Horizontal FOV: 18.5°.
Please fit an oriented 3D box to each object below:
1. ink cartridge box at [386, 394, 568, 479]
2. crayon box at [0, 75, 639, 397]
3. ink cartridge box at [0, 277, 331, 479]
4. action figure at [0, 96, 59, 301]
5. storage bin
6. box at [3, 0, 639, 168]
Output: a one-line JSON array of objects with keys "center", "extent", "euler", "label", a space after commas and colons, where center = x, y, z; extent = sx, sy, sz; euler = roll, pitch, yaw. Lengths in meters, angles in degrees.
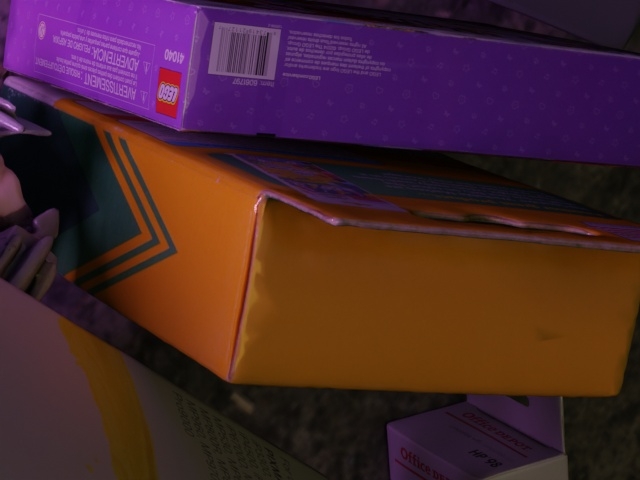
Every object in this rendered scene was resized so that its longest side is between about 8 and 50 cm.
[{"center": [0.090, 0.161, 1.124], "extent": [0.060, 0.104, 0.180], "euler": [-14, 109, -26], "label": "ink cartridge box"}, {"center": [0.000, 0.000, 0.895], "extent": [0.203, 0.323, 0.083], "euler": [5, 100, -32], "label": "crayon box"}, {"center": [-0.188, 0.157, 0.776], "extent": [0.279, 0.160, 0.384], "euler": [-45, 126, 15], "label": "ink cartridge box"}, {"center": [-0.177, 0.028, 0.893], "extent": [0.099, 0.185, 0.285], "euler": [-34, 126, -30], "label": "action figure"}, {"center": [0.138, -0.163, 1.079], "extent": [0.135, 0.098, 0.091], "euler": [16, 105, -33], "label": "storage bin"}, {"center": [0.019, -0.083, 0.958], "extent": [0.293, 0.201, 0.057], "euler": [3, 101, -31], "label": "box"}]
